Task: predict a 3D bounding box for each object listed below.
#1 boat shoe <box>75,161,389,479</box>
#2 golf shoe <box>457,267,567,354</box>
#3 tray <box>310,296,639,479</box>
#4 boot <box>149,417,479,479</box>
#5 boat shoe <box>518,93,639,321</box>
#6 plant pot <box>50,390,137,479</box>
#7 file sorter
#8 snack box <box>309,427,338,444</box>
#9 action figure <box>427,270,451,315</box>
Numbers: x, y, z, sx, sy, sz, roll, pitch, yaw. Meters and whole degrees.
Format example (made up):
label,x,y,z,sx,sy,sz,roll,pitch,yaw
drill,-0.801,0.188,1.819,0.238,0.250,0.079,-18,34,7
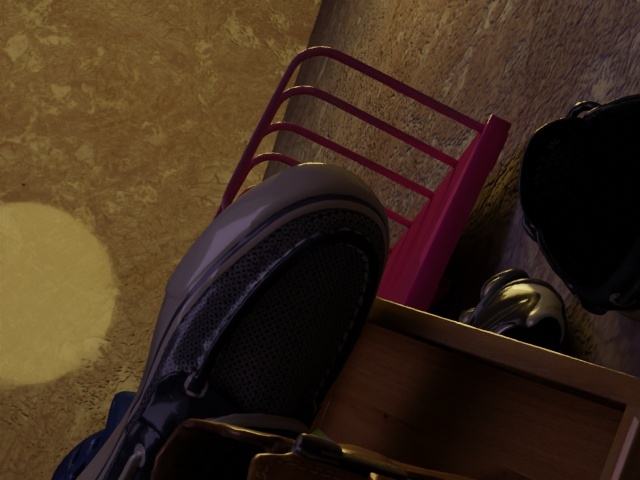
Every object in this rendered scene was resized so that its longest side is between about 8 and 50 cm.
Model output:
label,x,y,z,sx,sy,sz,roll,pitch,yaw
boat shoe,-0.044,0.133,0.804,0.340,0.127,0.158,-60,37,22
golf shoe,0.093,0.114,0.901,0.094,0.077,0.198,-114,45,-78
tray,0.052,0.146,0.797,0.411,0.076,0.203,14,82,66
boot,0.075,0.132,0.436,0.109,0.220,0.283,-63,24,5
boat shoe,0.157,-0.022,0.727,0.340,0.113,0.127,-120,52,-79
plant pot,-0.100,0.262,1.143,0.212,0.236,0.236,124,159,-48
file sorter,0.000,0.000,1.234,0.202,0.182,0.291,-63,2,-26
snack box,-0.039,0.189,0.649,0.207,0.070,0.174,-32,20,-13
action figure,0.087,0.065,1.210,0.038,0.030,0.115,122,169,-60
